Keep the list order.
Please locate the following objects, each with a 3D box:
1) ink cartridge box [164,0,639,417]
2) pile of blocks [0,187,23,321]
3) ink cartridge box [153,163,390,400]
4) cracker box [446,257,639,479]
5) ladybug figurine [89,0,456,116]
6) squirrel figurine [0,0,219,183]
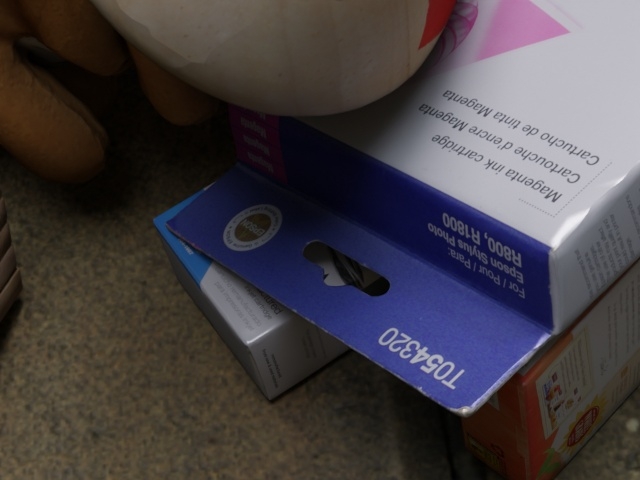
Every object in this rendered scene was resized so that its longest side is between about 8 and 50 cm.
[{"bbox_3d":[0.093,-0.078,0.996,0.330,0.071,0.324,-41,41,-18],"label":"ink cartridge box"},{"bbox_3d":[-0.310,0.113,1.032,0.113,0.149,0.362,4,59,12],"label":"pile of blocks"},{"bbox_3d":[0.000,0.000,1.103,0.191,0.082,0.139,-33,55,-11],"label":"ink cartridge box"},{"bbox_3d":[0.184,0.037,1.001,0.067,0.155,0.232,36,67,30],"label":"cracker box"},{"bbox_3d":[-0.019,-0.261,0.968,0.305,0.162,0.449,30,37,-18],"label":"ladybug figurine"},{"bbox_3d":[-0.287,-0.213,1.121,0.371,0.397,0.281,-20,36,22],"label":"squirrel figurine"}]
